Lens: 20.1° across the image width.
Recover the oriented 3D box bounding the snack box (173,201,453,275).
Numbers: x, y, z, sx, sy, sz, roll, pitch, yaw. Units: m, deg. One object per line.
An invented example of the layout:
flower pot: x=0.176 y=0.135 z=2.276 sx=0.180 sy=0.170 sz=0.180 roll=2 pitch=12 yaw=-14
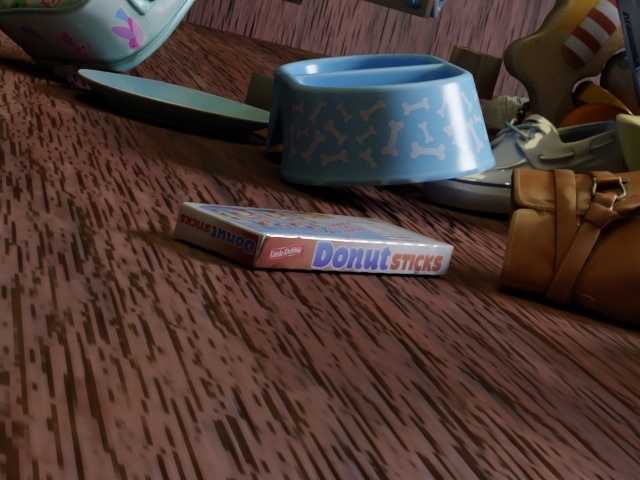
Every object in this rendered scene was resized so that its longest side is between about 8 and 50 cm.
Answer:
snack box: x=0.000 y=0.000 z=1.039 sx=0.064 sy=0.022 sz=0.178 roll=22 pitch=11 yaw=38

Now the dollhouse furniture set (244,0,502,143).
dollhouse furniture set: x=0.101 y=-0.236 z=1.798 sx=0.286 sy=0.303 sz=0.198 roll=18 pitch=10 yaw=26

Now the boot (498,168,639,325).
boot: x=0.195 y=-0.029 z=1.136 sx=0.152 sy=0.073 sz=0.197 roll=8 pitch=42 yaw=9

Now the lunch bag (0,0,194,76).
lunch bag: x=-0.183 y=-0.278 z=1.749 sx=0.224 sy=0.279 sz=0.108 roll=11 pitch=-31 yaw=47

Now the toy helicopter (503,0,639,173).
toy helicopter: x=0.272 y=-0.224 z=1.677 sx=0.235 sy=0.355 sz=0.140 roll=-21 pitch=9 yaw=-9

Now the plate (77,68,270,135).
plate: x=-0.127 y=-0.119 z=1.610 sx=0.188 sy=0.024 sz=0.188 roll=14 pitch=8 yaw=-2

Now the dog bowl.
dog bowl: x=0.041 y=-0.101 z=1.439 sx=0.166 sy=0.074 sz=0.297 roll=-5 pitch=12 yaw=-6

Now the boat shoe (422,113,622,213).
boat shoe: x=0.172 y=-0.070 z=1.528 sx=0.083 sy=0.075 sz=0.226 roll=17 pitch=16 yaw=41

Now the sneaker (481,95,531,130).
sneaker: x=0.227 y=-0.100 z=1.874 sx=0.086 sy=0.085 sz=0.237 roll=20 pitch=10 yaw=-13

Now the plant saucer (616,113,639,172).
plant saucer: x=0.422 y=-0.003 z=1.469 sx=0.333 sy=0.081 sz=0.333 roll=25 pitch=12 yaw=25

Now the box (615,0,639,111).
box: x=0.350 y=-0.169 z=1.548 sx=0.183 sy=0.056 sz=0.231 roll=17 pitch=38 yaw=-12
